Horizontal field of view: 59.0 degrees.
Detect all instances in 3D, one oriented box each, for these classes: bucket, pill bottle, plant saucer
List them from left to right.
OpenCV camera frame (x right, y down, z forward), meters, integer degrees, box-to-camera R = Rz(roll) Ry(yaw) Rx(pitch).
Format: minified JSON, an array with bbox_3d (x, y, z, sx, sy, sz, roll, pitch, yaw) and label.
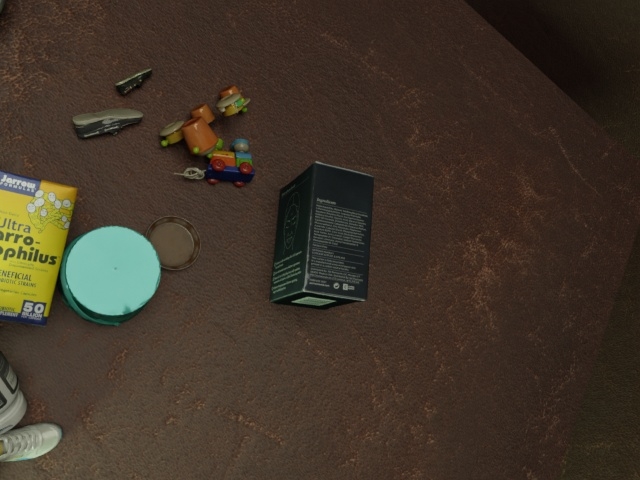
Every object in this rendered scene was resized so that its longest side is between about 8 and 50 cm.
[{"bbox_3d":[-0.822,0.331,1.342,0.162,0.162,0.278,-29,132,-26],"label":"pill bottle"},{"bbox_3d":[-0.577,0.093,1.550,0.281,0.183,0.281,6,76,-25],"label":"bucket"},{"bbox_3d":[-0.448,0.009,1.712,0.168,0.029,0.168,9,70,-27],"label":"plant saucer"}]

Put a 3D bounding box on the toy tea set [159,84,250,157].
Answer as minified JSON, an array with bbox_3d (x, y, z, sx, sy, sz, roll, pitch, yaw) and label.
[{"bbox_3d":[-0.332,-0.367,1.788,0.336,0.200,0.124,-42,123,-27],"label":"toy tea set"}]

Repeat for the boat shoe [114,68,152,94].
[{"bbox_3d":[-0.580,-0.500,1.770,0.133,0.049,0.042,-44,125,-32],"label":"boat shoe"}]

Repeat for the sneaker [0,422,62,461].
[{"bbox_3d":[-0.775,0.518,1.424,0.228,0.092,0.087,-6,80,-26],"label":"sneaker"}]

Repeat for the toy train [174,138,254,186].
[{"bbox_3d":[-0.338,-0.263,1.797,0.248,0.105,0.143,4,65,-22],"label":"toy train"}]

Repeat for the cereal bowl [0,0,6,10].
[{"bbox_3d":[-1.043,-0.715,1.556,0.339,0.141,0.339,5,77,-23],"label":"cereal bowl"}]

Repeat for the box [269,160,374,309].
[{"bbox_3d":[0.000,0.000,1.774,0.212,0.293,0.395,10,75,-22],"label":"box"}]

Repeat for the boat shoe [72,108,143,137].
[{"bbox_3d":[-0.639,-0.354,1.711,0.206,0.075,0.065,-17,128,-31],"label":"boat shoe"}]

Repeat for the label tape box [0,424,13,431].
[{"bbox_3d":[-0.842,0.576,1.222,0.347,0.249,0.115,-34,94,2],"label":"label tape box"}]

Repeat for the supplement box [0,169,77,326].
[{"bbox_3d":[-0.766,0.018,1.435,0.194,0.195,0.357,14,84,-30],"label":"supplement box"}]
